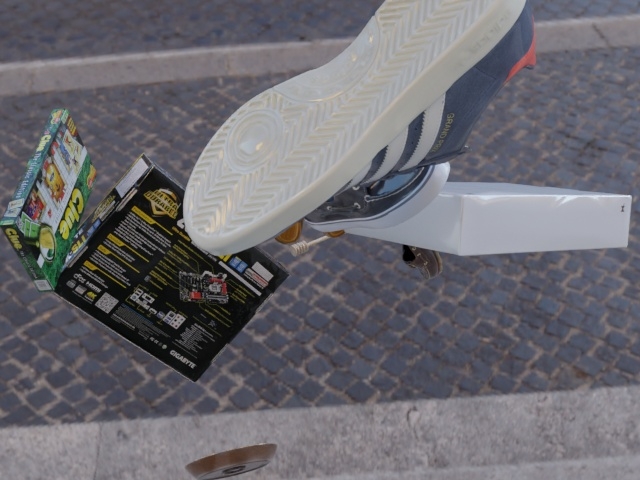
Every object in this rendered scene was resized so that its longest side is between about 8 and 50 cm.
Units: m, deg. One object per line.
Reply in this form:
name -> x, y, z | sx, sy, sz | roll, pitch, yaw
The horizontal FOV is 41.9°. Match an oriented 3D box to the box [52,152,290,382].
box -> -0.248, 0.055, 1.387 | 0.257, 0.322, 0.079 | -50, 32, 0

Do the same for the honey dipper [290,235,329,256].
honey dipper -> 0.000, 0.000, 2.070 | 0.160, 0.030, 0.030 | -20, 46, -26

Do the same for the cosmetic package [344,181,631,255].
cosmetic package -> 0.271, -0.043, 1.371 | 0.377, 0.097, 0.284 | -2, 6, -33

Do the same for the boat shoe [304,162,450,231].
boat shoe -> 0.038, -0.063, 0.903 | 0.228, 0.076, 0.080 | -7, 55, 56

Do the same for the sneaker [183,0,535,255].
sneaker -> 0.044, -0.090, 0.729 | 0.350, 0.148, 0.131 | -36, 55, 12

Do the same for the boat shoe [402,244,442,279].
boat shoe -> 0.191, 0.017, 1.669 | 0.073, 0.207, 0.073 | -38, 51, -11

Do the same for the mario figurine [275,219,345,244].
mario figurine -> -0.044, -0.071, 1.537 | 0.198, 0.170, 0.320 | 28, 16, -23

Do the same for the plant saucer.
plant saucer -> -0.155, 0.395, 1.480 | 0.168, 0.168, 0.029 | -11, 68, -11

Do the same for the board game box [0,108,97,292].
board game box -> -0.393, -0.064, 1.229 | 0.030, 0.136, 0.260 | -4, 44, 7
